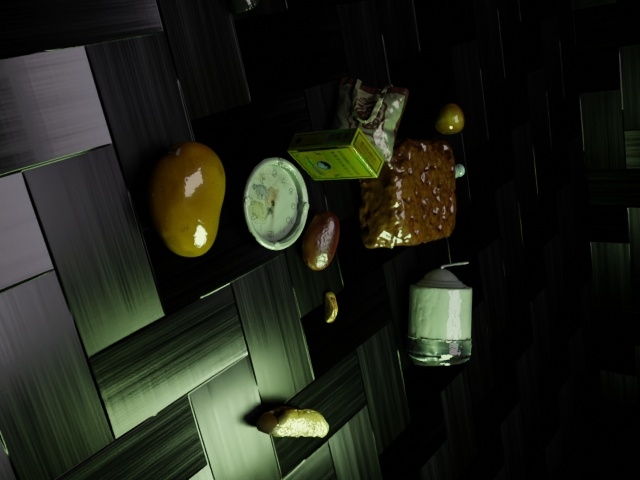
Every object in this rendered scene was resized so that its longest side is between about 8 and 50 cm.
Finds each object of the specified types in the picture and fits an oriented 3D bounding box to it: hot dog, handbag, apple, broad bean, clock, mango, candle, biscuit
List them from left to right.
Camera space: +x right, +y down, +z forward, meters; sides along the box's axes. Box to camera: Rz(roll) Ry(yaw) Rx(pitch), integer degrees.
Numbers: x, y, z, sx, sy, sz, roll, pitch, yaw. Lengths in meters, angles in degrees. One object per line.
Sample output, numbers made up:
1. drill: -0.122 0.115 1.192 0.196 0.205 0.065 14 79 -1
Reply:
1. mango: -0.293 -0.088 1.383 0.175 0.139 0.254 1 99 -42
2. clock: -0.123 -0.095 1.634 0.236 0.053 0.236 -7 98 -50
3. hot dog: -0.071 0.487 1.722 0.242 0.084 0.073 20 74 -47
4. broad bean: 0.000 0.000 1.763 0.114 0.084 0.165 25 80 -29
5. hot dog: 0.033 0.195 1.848 0.030 0.034 0.090 -6 99 -47
6. handbag: 0.127 -0.338 1.806 0.127 0.213 0.235 77 26 -82
7. biscuit: 0.285 -0.155 2.005 0.395 0.166 0.342 -13 105 -48
8. candle: 0.396 0.241 2.127 0.221 0.221 0.342 2 88 -48
9. apple: 0.453 -0.422 2.218 0.114 0.099 0.102 -3 93 -45

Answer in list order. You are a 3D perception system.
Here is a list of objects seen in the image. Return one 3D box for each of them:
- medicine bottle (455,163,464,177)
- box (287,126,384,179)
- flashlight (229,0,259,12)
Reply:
1. medicine bottle: 0.445 -0.236 2.261 0.191 0.051 0.051 -18 106 -46
2. box: 0.038 -0.224 1.678 0.141 0.220 0.064 44 61 -42
3. flashlight: -0.212 -0.642 1.464 0.093 0.093 0.232 -48 127 -34
